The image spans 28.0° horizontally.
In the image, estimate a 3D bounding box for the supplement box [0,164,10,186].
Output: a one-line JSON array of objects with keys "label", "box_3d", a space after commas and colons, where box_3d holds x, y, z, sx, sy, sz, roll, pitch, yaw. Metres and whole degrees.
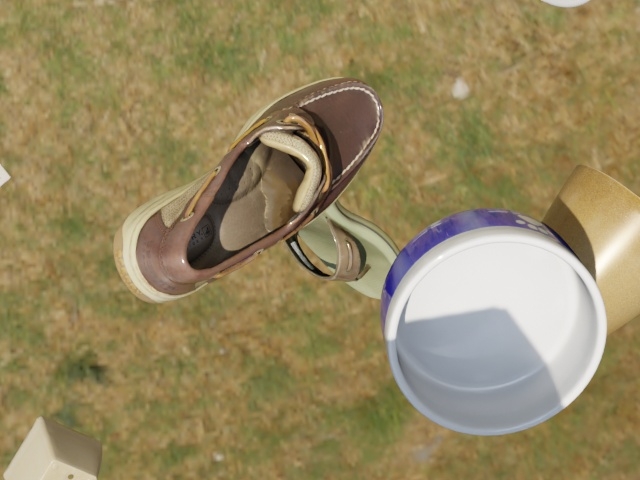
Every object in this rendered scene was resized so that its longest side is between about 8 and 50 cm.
[{"label": "supplement box", "box_3d": [-0.330, -0.049, 1.121, 0.036, 0.098, 0.062, -5, 124, 50]}]

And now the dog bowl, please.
[{"label": "dog bowl", "box_3d": [0.206, 0.098, 1.562, 0.264, 0.104, 0.265, -1, 112, -4]}]

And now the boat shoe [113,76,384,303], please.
[{"label": "boat shoe", "box_3d": [-0.037, -0.058, 1.204, 0.123, 0.342, 0.123, -12, 109, 52]}]

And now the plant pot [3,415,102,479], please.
[{"label": "plant pot", "box_3d": [-0.375, 0.334, 1.836, 0.109, 0.096, 0.109, 29, 95, -26]}]

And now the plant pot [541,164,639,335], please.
[{"label": "plant pot", "box_3d": [0.399, 0.054, 1.963, 0.254, 0.237, 0.237, -48, 131, -1]}]

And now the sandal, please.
[{"label": "sandal", "box_3d": [-0.002, -0.001, 1.641, 0.120, 0.086, 0.303, -5, 146, 39]}]

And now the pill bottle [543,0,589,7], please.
[{"label": "pill bottle", "box_3d": [0.257, -0.298, 1.101, 0.208, 0.119, 0.119, -38, 142, -25]}]
